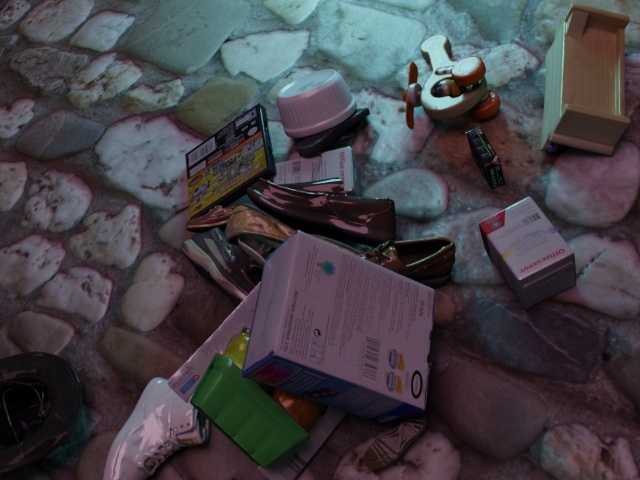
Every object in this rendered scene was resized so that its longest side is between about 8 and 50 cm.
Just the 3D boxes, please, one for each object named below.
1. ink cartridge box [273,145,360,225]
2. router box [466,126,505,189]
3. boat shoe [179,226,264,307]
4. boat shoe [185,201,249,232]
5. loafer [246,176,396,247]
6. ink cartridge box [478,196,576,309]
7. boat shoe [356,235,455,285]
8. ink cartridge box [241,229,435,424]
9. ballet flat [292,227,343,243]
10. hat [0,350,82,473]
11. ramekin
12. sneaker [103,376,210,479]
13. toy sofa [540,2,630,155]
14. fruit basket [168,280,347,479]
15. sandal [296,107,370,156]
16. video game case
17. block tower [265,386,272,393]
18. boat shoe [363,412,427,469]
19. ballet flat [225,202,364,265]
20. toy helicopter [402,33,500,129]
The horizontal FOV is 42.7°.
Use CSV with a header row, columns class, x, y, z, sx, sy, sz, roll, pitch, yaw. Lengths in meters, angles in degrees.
class,x,y,z,sx,sy,sz,roll,pitch,yaw
ink cartridge box,-0.008,-0.134,2.039,0.209,0.087,0.153,-11,52,15
router box,0.389,-0.194,1.925,0.038,0.092,0.122,-23,51,4
boat shoe,-0.195,0.068,1.939,0.130,0.132,0.355,-44,53,-12
boat shoe,-0.258,-0.058,2.089,0.178,0.064,0.060,-10,75,8
loafer,0.010,-0.086,1.915,0.366,0.134,0.130,17,81,2
ink cartridge box,0.437,0.028,1.722,0.128,0.127,0.176,-26,50,1
boat shoe,0.143,0.047,1.771,0.307,0.104,0.110,-12,48,-15
ink cartridge box,0.071,0.189,1.605,0.151,0.396,0.270,-40,34,52
ballet flat,0.000,0.000,1.978,0.057,0.049,0.173,-32,53,-33
hat,-0.703,0.417,1.883,0.332,0.134,0.331,1,50,-1
ramekin,-0.017,-0.365,2.148,0.207,0.109,0.207,-19,25,9
sneaker,-0.337,0.433,1.745,0.169,0.108,0.292,4,56,27
toy sofa,0.630,-0.370,1.944,0.150,0.177,0.362,13,58,0
fruit basket,-0.081,0.270,1.681,0.353,0.327,0.165,-50,10,-24
sandal,0.035,-0.275,2.124,0.097,0.054,0.254,4,35,48
video game case,-0.243,-0.202,2.161,0.275,0.035,0.248,-31,48,23
block tower,-0.053,0.209,1.805,0.335,0.097,0.091,-39,52,-10
boat shoe,0.151,0.399,1.626,0.153,0.048,0.056,-44,67,-4
ballet flat,-0.060,0.030,1.878,0.349,0.123,0.123,24,65,7
toy helicopter,0.308,-0.424,2.127,0.235,0.140,0.355,-24,39,15
